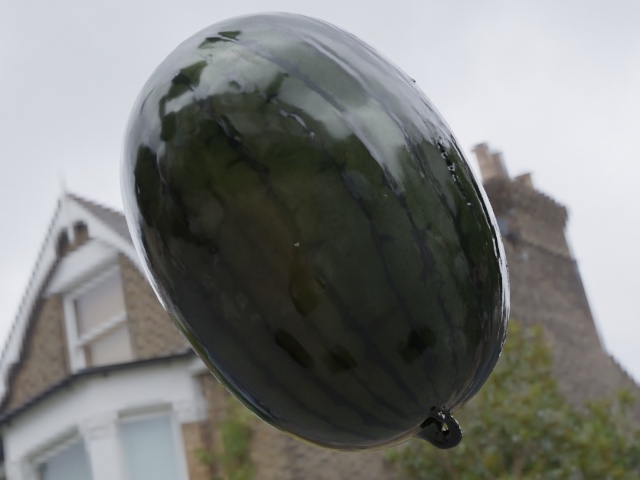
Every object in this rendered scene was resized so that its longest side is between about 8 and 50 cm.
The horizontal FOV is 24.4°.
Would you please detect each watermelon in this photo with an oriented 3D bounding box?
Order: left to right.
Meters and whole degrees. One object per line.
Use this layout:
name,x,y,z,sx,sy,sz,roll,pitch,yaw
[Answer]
watermelon,0.000,0.000,0.340,0.078,0.110,0.078,-31,-1,-1
